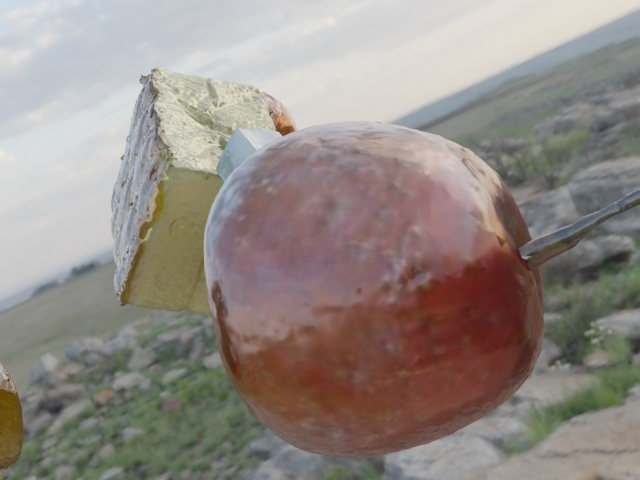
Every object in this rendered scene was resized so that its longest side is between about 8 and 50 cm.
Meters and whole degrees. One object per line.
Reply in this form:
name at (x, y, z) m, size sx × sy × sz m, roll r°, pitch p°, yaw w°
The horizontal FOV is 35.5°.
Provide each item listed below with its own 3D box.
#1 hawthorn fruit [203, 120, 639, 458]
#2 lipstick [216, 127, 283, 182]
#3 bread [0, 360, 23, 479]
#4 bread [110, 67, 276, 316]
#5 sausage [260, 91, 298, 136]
hawthorn fruit at (0.045, 0.044, 0.685) m, size 0.231 × 0.263 × 0.235 m, roll -49°, pitch -24°, yaw -24°
lipstick at (0.000, 0.000, 1.200) m, size 0.080 × 0.371 × 0.076 m, roll 0°, pitch -51°, yaw -43°
bread at (-0.396, 0.173, 0.861) m, size 0.270 × 0.270 × 0.148 m, roll -26°, pitch 1°, yaw -19°
bread at (-0.186, -0.071, 1.490) m, size 0.207 × 0.279 × 0.279 m, roll 11°, pitch 31°, yaw -21°
sausage at (-0.117, -0.191, 1.844) m, size 0.153 × 0.141 × 0.268 m, roll -24°, pitch 4°, yaw 2°
